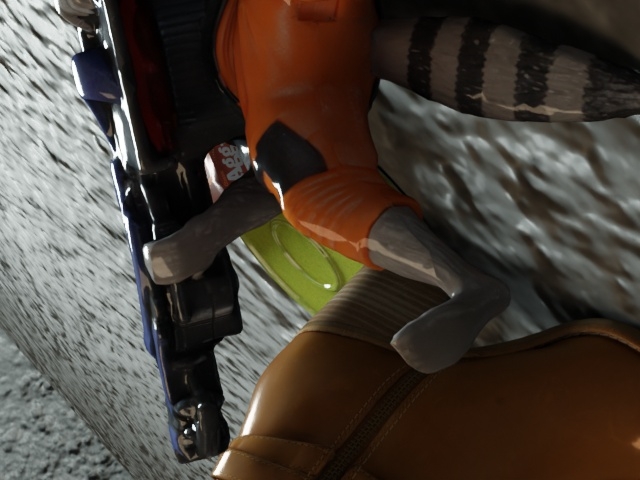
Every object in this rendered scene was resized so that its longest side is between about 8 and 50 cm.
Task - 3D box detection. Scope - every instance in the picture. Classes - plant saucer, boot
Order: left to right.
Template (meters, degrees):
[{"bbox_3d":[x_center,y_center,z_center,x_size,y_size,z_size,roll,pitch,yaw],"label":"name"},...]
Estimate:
[{"bbox_3d":[0.000,0.000,0.861,0.241,0.037,0.241,39,158,19],"label":"plant saucer"},{"bbox_3d":[0.079,0.134,0.664,0.283,0.220,0.109,24,148,23],"label":"boot"}]

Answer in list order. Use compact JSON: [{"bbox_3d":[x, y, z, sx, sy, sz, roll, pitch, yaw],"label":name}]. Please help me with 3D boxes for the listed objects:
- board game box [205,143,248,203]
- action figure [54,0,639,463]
[{"bbox_3d":[-0.110,-0.065,0.899,0.145,0.027,0.281,66,161,6],"label":"board game box"},{"bbox_3d":[-0.011,-0.046,0.608,0.330,0.178,0.341,25,127,55],"label":"action figure"}]
